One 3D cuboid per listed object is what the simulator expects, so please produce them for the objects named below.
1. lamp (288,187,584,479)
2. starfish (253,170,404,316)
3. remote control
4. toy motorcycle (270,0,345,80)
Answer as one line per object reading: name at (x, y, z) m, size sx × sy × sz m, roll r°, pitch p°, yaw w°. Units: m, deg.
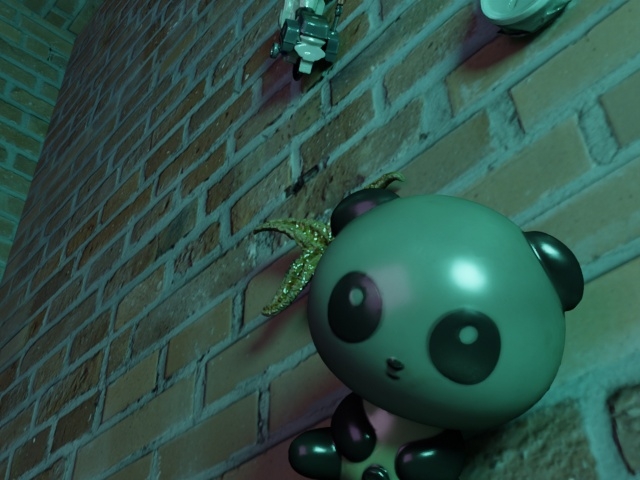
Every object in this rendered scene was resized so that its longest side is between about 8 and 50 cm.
lamp at (0.078, 0.086, 0.562) m, size 0.198 × 0.198 × 0.244 m, roll 27°, pitch 104°, yaw 58°
starfish at (0.006, 0.004, 0.836) m, size 0.213 × 0.057 × 0.238 m, roll -56°, pitch 36°, yaw -7°
remote control at (0.241, -0.325, 0.761) m, size 0.104 × 0.052 × 0.247 m, roll 8°, pitch 72°, yaw 55°
toy motorcycle at (-0.025, -0.341, 1.110) m, size 0.221 × 0.102 × 0.150 m, roll -102°, pitch 30°, yaw -50°
